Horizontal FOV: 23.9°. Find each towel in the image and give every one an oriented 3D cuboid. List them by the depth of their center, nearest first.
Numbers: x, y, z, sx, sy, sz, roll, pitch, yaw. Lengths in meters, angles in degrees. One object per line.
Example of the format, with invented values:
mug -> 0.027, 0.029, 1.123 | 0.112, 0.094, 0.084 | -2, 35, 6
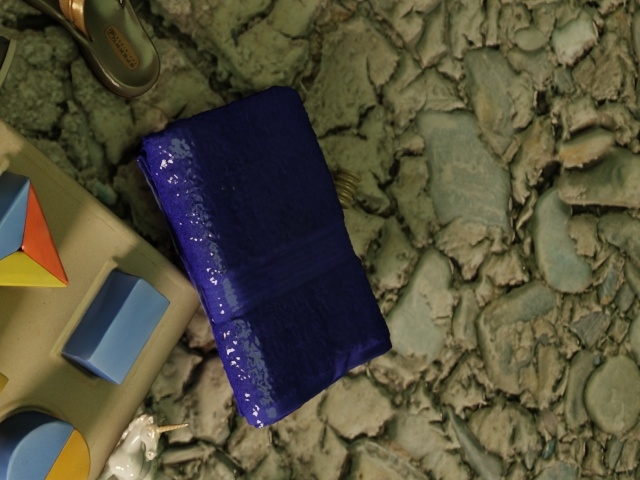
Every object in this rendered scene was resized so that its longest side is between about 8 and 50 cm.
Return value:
towel -> -0.056, 0.011, 1.520 | 0.227, 0.076, 0.308 | -26, 98, -50

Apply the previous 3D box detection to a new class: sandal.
sandal -> -0.220, -0.225, 1.430 | 0.090, 0.060, 0.219 | -46, 117, -24

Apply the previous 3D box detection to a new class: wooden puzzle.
wooden puzzle -> -0.265, 0.104, 1.359 | 0.348, 0.080, 0.322 | 46, 67, -43

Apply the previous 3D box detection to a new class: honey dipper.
honey dipper -> 0.000, 0.000, 1.619 | 0.030, 0.030, 0.161 | 29, 80, -33

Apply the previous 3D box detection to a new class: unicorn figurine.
unicorn figurine -> -0.179, 0.220, 1.448 | 0.060, 0.162, 0.111 | 22, 78, -5

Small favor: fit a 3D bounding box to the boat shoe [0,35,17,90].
boat shoe -> -0.337, -0.104, 1.349 | 0.065, 0.075, 0.206 | 28, 72, -10
